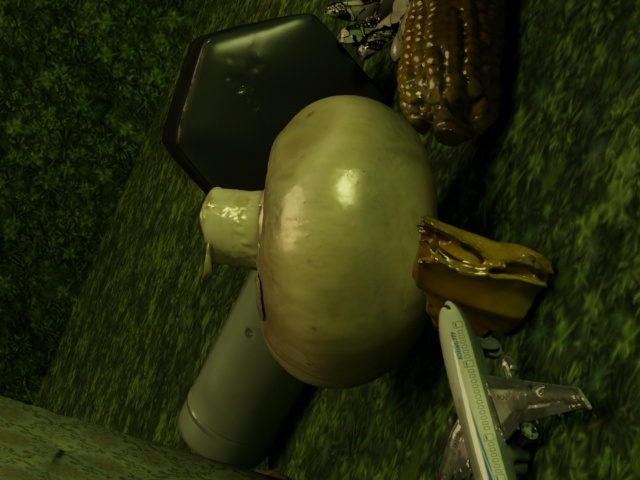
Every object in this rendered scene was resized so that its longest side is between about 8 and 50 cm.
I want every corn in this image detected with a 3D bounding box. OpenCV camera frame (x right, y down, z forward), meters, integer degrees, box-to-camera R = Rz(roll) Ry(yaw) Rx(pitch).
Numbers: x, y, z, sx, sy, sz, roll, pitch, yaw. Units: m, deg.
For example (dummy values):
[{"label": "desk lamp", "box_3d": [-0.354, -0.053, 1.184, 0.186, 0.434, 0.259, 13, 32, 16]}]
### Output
[{"label": "corn", "box_3d": [0.125, -0.213, 1.415, 0.097, 0.097, 0.320, 129, 157, -52]}]

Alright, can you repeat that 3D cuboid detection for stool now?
[{"label": "stool", "box_3d": [-0.055, -0.129, 1.703, 0.141, 0.232, 0.232, -160, 89, -75]}]

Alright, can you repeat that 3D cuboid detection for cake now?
[{"label": "cake", "box_3d": [0.092, 0.029, 1.201, 0.185, 0.116, 0.080, 14, 87, 70]}]

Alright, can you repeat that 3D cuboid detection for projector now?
[{"label": "projector", "box_3d": [-0.038, 0.079, 1.591, 0.108, 0.108, 0.337, -94, 27, -55]}]

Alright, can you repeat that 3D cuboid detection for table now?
[{"label": "table", "box_3d": [-0.170, 0.326, 1.320, 0.222, 0.335, 0.272, -133, 63, -73]}]

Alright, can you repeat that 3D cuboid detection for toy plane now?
[{"label": "toy plane", "box_3d": [0.112, 0.136, 1.081, 0.226, 0.058, 0.226, 126, 152, -43]}]

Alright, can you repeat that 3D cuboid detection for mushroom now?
[{"label": "mushroom", "box_3d": [0.000, 0.000, 1.325, 0.246, 0.202, 0.246, -175, 90, -88]}]

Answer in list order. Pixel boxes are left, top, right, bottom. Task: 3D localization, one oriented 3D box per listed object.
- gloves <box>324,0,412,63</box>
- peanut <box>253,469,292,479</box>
[{"label": "gloves", "box_3d": [0.071, -0.273, 1.659, 0.127, 0.111, 0.212, -38, 59, 41]}, {"label": "peanut", "box_3d": [-0.076, 0.305, 1.497, 0.093, 0.083, 0.194, 40, 110, 59]}]
